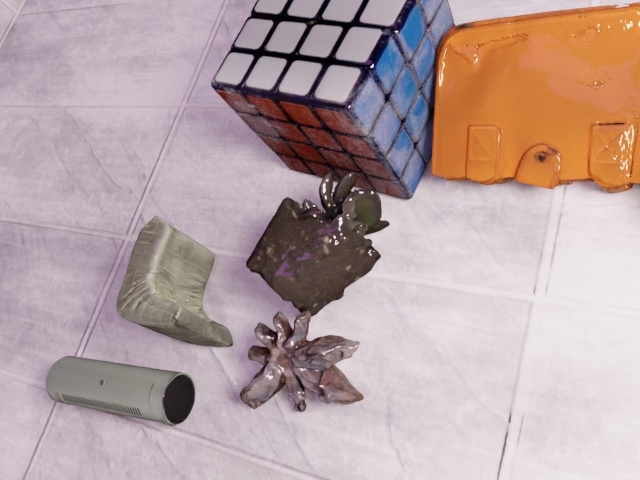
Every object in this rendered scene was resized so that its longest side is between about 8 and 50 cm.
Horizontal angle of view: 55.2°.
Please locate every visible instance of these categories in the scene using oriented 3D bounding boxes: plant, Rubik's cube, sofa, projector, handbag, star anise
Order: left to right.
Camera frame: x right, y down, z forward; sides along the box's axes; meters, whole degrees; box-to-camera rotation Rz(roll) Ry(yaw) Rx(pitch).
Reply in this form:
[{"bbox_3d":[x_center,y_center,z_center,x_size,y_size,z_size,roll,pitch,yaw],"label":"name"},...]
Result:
[{"bbox_3d":[-0.428,0.315,1.298,0.338,0.108,0.108,1,67,27],"label":"projector"},{"bbox_3d":[-0.282,0.091,1.274,0.176,0.210,0.225,1,66,29],"label":"sofa"},{"bbox_3d":[-0.041,0.229,1.116,0.258,0.111,0.198,-2,106,27],"label":"star anise"},{"bbox_3d":[0.000,0.000,1.184,0.276,0.199,0.188,-46,51,-1],"label":"plant"},{"bbox_3d":[0.057,-0.327,1.227,0.344,0.344,0.337,19,75,31],"label":"Rubik's cube"},{"bbox_3d":[0.406,-0.238,1.071,0.410,0.116,0.303,6,97,31],"label":"handbag"}]
